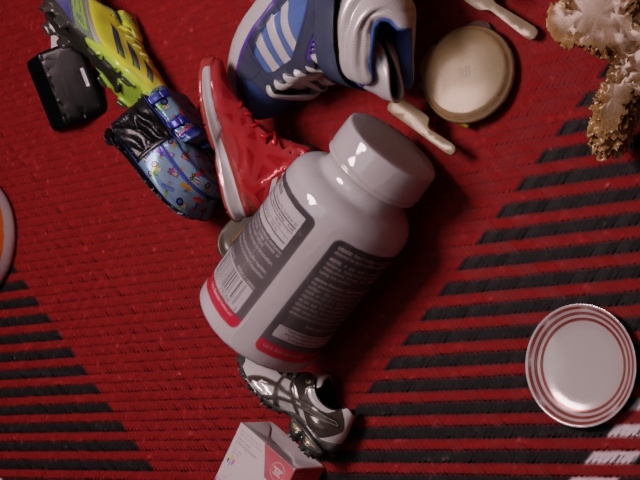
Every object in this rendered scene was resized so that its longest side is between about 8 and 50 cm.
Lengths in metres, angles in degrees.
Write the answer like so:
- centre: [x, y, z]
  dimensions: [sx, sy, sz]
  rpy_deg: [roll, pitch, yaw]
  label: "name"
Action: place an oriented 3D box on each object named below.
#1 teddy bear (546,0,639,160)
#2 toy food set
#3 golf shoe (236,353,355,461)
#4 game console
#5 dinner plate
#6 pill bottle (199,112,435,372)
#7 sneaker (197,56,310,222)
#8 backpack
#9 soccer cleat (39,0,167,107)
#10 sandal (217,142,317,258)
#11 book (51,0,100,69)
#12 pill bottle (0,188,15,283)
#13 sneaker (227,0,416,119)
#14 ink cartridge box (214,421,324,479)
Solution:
- centre: [0.399, -0.172, 1.393]
  dimensions: [0.338, 0.113, 0.245]
  rpy_deg: [34, 114, 29]
  label: "teddy bear"
- centre: [0.183, -0.206, 1.613]
  dimensions: [0.132, 0.038, 0.192]
  rpy_deg: [42, 104, 28]
  label: "toy food set"
- centre: [-0.028, 0.199, 1.727]
  dimensions: [0.198, 0.077, 0.094]
  rpy_deg: [44, 102, 26]
  label: "golf shoe"
- centre: [-0.407, -0.248, 2.087]
  dimensions: [0.107, 0.071, 0.122]
  rpy_deg: [-21, 96, 2]
  label: "game console"
- centre: [0.298, 0.142, 1.488]
  dimensions: [0.141, 0.017, 0.141]
  rpy_deg: [-4, 84, 39]
  label: "dinner plate"
- centre: [0.000, 0.000, 1.647]
  dimensions: [0.318, 0.176, 0.176]
  rpy_deg: [-52, 56, 23]
  label: "pill bottle"
- centre: [-0.082, -0.143, 1.723]
  dimensions: [0.128, 0.087, 0.221]
  rpy_deg: [-12, 102, 6]
  label: "sneaker"
- centre: [-0.197, -0.115, 1.843]
  dimensions: [0.117, 0.158, 0.173]
  rpy_deg: [-41, 74, 9]
  label: "backpack"
- centre: [-0.307, -0.298, 1.989]
  dimensions: [0.289, 0.121, 0.093]
  rpy_deg: [43, 153, 20]
  label: "soccer cleat"
- centre: [-0.078, -0.047, 1.792]
  dimensions: [0.219, 0.060, 0.090]
  rpy_deg: [-40, 62, 29]
  label: "sandal"
- centre: [-0.391, -0.342, 2.106]
  dimensions: [0.096, 0.035, 0.144]
  rpy_deg: [-13, 76, 34]
  label: "book"
- centre: [-0.714, -0.014, 2.102]
  dimensions: [0.224, 0.392, 0.224]
  rpy_deg: [-5, 82, 40]
  label: "pill bottle"
- centre: [0.008, -0.223, 1.662]
  dimensions: [0.236, 0.130, 0.322]
  rpy_deg: [56, 134, 31]
  label: "sneaker"
- centre: [-0.090, 0.357, 1.757]
  dimensions: [0.115, 0.067, 0.198]
  rpy_deg: [35, 108, 36]
  label: "ink cartridge box"
